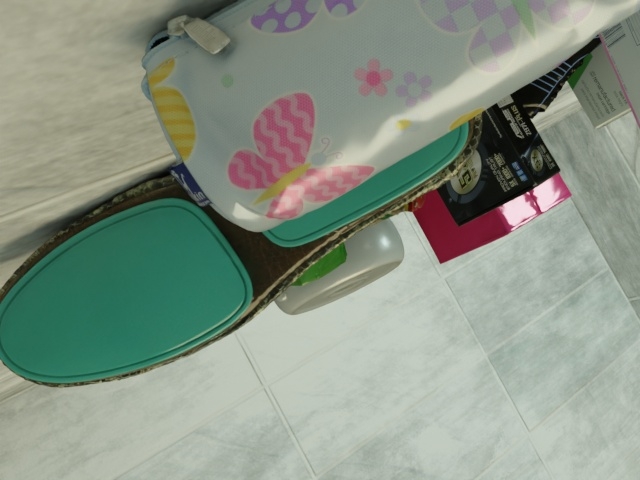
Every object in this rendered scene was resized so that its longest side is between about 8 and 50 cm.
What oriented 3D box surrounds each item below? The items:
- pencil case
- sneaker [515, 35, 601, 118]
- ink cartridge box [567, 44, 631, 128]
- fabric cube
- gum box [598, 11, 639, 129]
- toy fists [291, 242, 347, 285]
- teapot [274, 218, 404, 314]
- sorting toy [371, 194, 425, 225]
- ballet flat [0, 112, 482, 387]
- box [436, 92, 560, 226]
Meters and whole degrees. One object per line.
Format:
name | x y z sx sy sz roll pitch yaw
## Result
pencil case | 0.042 -0.115 0.354 0.273 0.124 0.113 -28 -162 17
sneaker | 0.333 -0.242 1.029 0.232 0.090 0.081 -29 177 17
ink cartridge box | 0.482 -0.287 1.060 0.208 0.153 0.087 -31 175 25
fabric cube | 0.379 -0.134 1.659 0.259 0.258 0.254 -26 175 -32
gum box | 0.274 -0.191 0.542 0.107 0.188 0.062 -20 175 -17
toy fists | -0.089 0.005 0.941 0.279 0.142 0.096 -26 -152 -27
teapot | 0.000 0.000 1.159 0.253 0.187 0.256 -28 170 10
sorting toy | 0.111 -0.095 1.062 0.046 0.132 0.274 8 -164 29
ballet flat | -0.074 -0.021 0.668 0.483 0.164 0.182 -31 -168 5
box | 0.221 -0.134 0.982 0.077 0.180 0.147 -28 178 -42
